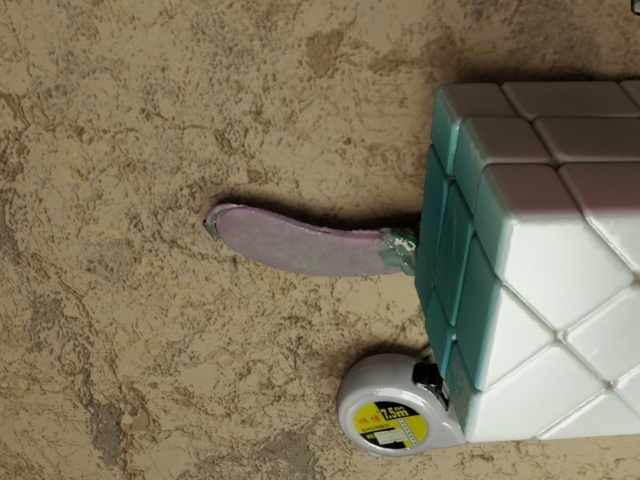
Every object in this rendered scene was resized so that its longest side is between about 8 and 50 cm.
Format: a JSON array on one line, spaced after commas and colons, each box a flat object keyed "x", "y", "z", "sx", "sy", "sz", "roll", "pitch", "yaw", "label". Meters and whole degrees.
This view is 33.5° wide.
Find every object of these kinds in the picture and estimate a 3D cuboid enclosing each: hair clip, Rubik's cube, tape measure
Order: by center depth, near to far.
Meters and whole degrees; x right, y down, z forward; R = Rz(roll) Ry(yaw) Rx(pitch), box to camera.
[{"x": 0.303, "y": 0.015, "z": 1.255, "sx": 0.319, "sy": 0.316, "sz": 0.321, "roll": -2, "pitch": 126, "yaw": -8, "label": "Rubik's cube"}, {"x": 0.001, "y": 0.002, "z": 1.523, "sx": 0.359, "sy": 0.110, "sz": 0.095, "roll": 0, "pitch": 83, "yaw": 19, "label": "hair clip"}, {"x": 0.120, "y": 0.247, "z": 1.638, "sx": 0.196, "sy": 0.105, "sz": 0.178, "roll": -12, "pitch": 126, "yaw": 23, "label": "tape measure"}]

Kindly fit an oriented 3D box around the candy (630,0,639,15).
[{"x": 0.322, "y": -0.352, "z": 1.182, "sx": 0.226, "sy": 0.051, "sz": 0.094, "roll": 56, "pitch": 160, "yaw": -14, "label": "candy"}]
